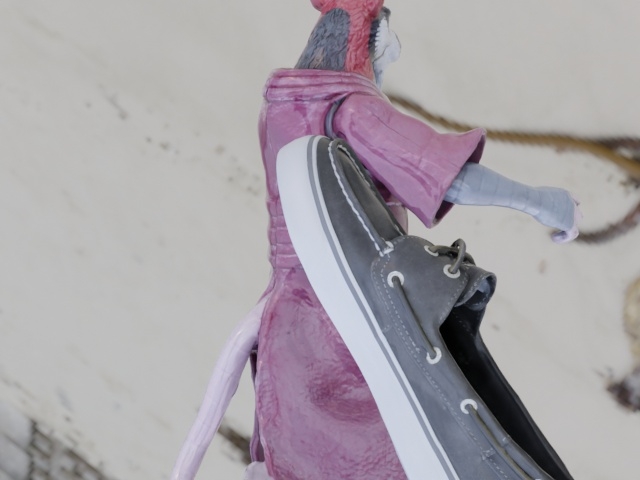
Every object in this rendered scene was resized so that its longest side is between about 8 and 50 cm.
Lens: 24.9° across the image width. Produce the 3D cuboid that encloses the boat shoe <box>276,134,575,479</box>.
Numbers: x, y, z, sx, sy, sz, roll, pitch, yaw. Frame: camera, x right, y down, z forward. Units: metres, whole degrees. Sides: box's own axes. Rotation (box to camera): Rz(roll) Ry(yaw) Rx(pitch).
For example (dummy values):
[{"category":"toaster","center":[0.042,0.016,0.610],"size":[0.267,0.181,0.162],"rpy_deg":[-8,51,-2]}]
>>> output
[{"category":"boat shoe","center":[0.054,0.039,0.699],"size":[0.080,0.076,0.228],"rpy_deg":[18,-135,-63]}]

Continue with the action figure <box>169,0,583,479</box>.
[{"category":"action figure","center":[0.000,0.000,0.953],"size":[0.248,0.276,0.370],"rpy_deg":[3,99,63]}]
